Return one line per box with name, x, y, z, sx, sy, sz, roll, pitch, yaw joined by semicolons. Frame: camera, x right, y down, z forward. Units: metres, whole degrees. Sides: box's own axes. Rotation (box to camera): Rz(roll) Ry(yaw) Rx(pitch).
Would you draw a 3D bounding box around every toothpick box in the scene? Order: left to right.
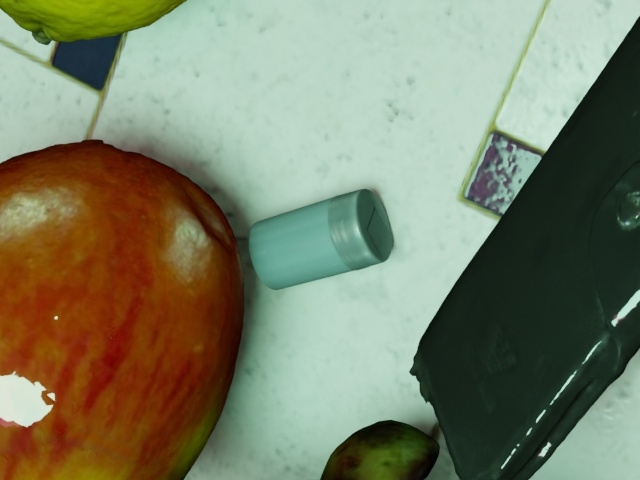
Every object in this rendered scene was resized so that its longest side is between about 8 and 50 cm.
toothpick box;0.000;0.000;0.916;0.083;0.052;0.052;-16;90;26

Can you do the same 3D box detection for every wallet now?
wallet;0.173;-0.031;0.771;0.051;0.197;0.377;27;111;-17

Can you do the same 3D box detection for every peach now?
peach;-0.181;0.063;0.908;0.281;0.238;0.281;-23;55;36

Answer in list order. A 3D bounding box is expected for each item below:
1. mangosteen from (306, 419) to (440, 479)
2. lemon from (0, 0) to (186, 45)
mangosteen;0.044;0.288;0.805;0.330;0.330;0.330;3;98;24
lemon;-0.152;-0.234;0.877;0.192;0.192;0.231;26;107;19
